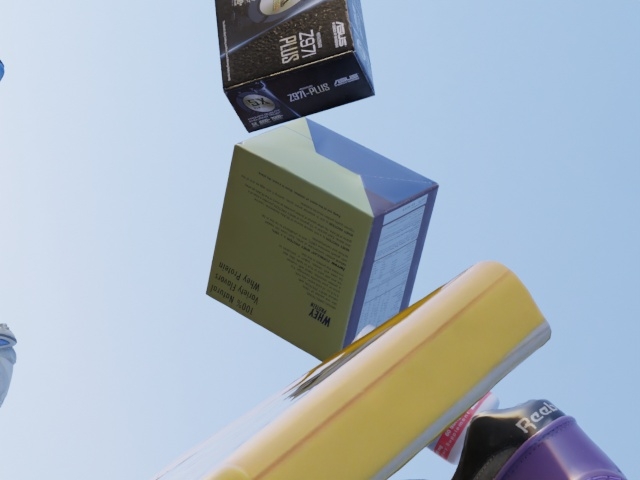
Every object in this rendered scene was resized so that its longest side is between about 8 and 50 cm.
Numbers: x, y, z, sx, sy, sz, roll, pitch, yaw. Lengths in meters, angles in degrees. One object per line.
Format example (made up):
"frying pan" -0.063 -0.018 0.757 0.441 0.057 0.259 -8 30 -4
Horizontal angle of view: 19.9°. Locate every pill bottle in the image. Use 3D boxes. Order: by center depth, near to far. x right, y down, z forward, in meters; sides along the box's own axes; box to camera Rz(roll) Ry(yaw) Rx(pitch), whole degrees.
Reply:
"pill bottle" 0.100 0.158 1.906 0.160 0.087 0.087 33 -35 13

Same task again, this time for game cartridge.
"game cartridge" -0.083 0.141 0.785 0.285 0.324 0.052 -36 -94 45

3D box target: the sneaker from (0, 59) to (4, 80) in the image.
"sneaker" -0.362 -0.113 1.799 0.073 0.162 0.063 32 -11 36

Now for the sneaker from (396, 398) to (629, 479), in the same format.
"sneaker" 0.059 0.191 0.946 0.283 0.107 0.124 -49 -114 30

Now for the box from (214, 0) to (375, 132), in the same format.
"box" -0.030 -0.222 1.950 0.077 0.147 0.180 60 19 -51

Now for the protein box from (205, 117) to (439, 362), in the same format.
"protein box" 0.000 0.000 2.083 0.200 0.136 0.201 28 -58 27

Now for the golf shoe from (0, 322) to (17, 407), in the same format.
"golf shoe" -0.347 0.107 1.547 0.069 0.176 0.086 -170 -96 -86
